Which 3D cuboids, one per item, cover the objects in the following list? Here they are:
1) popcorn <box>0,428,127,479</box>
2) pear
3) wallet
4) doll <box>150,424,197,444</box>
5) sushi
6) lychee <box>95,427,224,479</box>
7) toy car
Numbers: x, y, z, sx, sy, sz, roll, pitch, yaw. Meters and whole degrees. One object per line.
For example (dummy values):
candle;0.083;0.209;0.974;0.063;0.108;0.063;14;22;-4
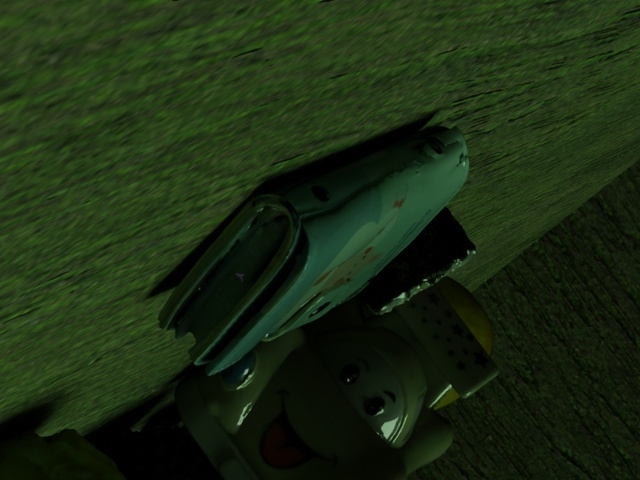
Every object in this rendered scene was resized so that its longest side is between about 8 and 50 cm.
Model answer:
popcorn;-0.245;0.255;1.228;0.221;0.184;0.204;-48;-173;-11
pear;0.117;0.127;1.965;0.200;0.200;0.200;-36;172;-6
wallet;0.000;0.000;1.170;0.176;0.075;0.250;-49;166;34
doll;-0.098;0.301;1.865;0.216;0.284;0.268;-68;-163;-9
sushi;0.090;0.019;1.621;0.150;0.078;0.090;-31;177;-37
lychee;-0.192;0.318;1.605;0.267;0.267;0.267;-36;172;-6
toy car;0.030;0.176;1.684;0.226;0.242;0.336;-39;173;21
